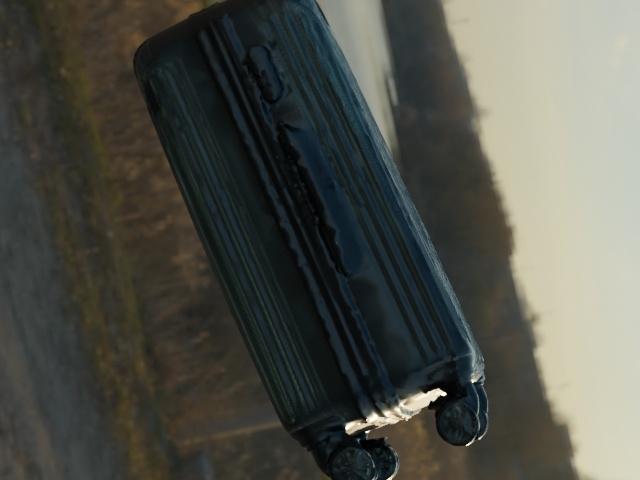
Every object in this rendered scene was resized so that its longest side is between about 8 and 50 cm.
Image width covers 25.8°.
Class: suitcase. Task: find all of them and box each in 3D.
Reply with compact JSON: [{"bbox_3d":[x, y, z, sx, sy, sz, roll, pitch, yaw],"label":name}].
[{"bbox_3d":[0.000,0.000,0.888,0.202,0.128,0.312,38,28,-79],"label":"suitcase"}]
